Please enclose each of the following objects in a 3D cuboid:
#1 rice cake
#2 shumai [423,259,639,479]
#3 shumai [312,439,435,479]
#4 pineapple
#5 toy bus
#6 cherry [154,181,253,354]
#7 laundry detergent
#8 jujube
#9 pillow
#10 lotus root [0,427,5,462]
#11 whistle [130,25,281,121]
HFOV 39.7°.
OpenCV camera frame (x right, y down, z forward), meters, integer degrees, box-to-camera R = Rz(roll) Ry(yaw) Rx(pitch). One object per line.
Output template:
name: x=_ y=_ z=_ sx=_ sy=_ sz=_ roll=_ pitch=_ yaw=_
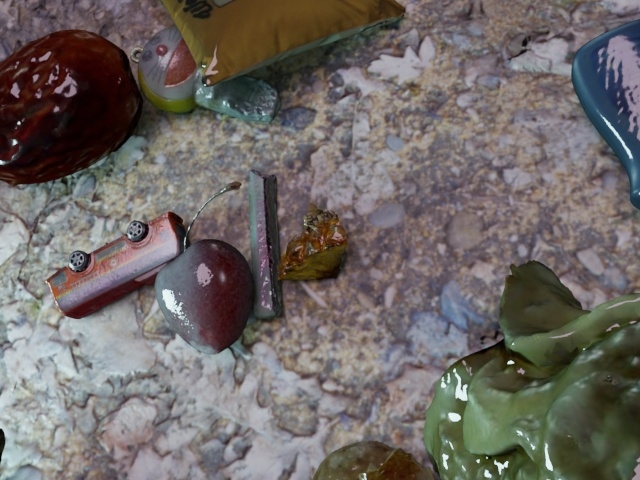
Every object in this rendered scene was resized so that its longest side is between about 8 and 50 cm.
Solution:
rice cake: x=-0.071 y=0.002 z=1.136 sx=0.033 sy=0.033 sz=0.208 roll=-14 pitch=65 yaw=22
shumai: x=0.255 y=0.208 z=0.832 sx=0.348 sy=0.395 sz=0.395 roll=12 pitch=71 yaw=48
shumai: x=0.057 y=0.300 z=0.922 sx=0.161 sy=0.153 sz=0.209 roll=-17 pitch=63 yaw=2
pineapple: x=0.000 y=0.000 z=1.104 sx=0.114 sy=0.077 sz=0.114 roll=-35 pitch=36 yaw=37
toy bus: x=-0.261 y=0.034 z=1.165 sx=0.192 sy=0.065 sz=0.077 roll=-27 pitch=75 yaw=5
cherry: x=-0.121 y=0.051 z=1.063 sx=0.188 sy=0.115 sz=0.148 roll=-36 pitch=35 yaw=35
laundry detergent: x=0.401 y=-0.114 z=1.006 sx=0.143 sy=0.094 sz=0.290 roll=-20 pitch=65 yaw=4
jujube: x=-0.362 y=-0.181 z=1.210 sx=0.243 sy=0.183 sz=0.183 roll=-27 pitch=64 yaw=6
pillow: x=-0.086 y=-0.358 z=1.207 sx=0.312 sy=0.119 sz=0.310 roll=-24 pitch=65 yaw=-21
lotus root: x=-0.466 y=0.360 z=1.046 sx=0.182 sy=0.183 sz=0.310 roll=23 pitch=72 yaw=23
whistle: x=-0.161 y=-0.222 z=1.210 sx=0.223 sy=0.123 sz=0.123 roll=22 pitch=77 yaw=9
